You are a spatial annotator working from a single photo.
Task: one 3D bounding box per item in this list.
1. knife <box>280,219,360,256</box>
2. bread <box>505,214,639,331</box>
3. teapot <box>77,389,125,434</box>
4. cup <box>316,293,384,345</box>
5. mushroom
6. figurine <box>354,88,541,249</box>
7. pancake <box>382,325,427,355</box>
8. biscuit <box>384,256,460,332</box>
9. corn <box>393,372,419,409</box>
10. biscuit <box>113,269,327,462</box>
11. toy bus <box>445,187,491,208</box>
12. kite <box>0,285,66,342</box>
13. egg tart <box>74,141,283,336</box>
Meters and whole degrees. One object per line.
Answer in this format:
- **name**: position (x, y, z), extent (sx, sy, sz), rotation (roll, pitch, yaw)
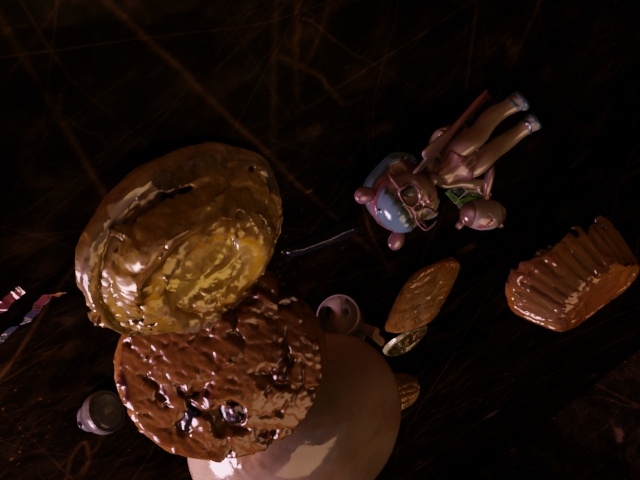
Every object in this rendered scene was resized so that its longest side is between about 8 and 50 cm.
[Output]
- **knife**: position (0.000, 0.000, 1.348), extent (0.121, 0.018, 0.031), rotation (-21, 160, -17)
- **bread**: position (0.506, 0.078, 1.893), extent (0.274, 0.149, 0.274), rotation (-23, 147, -16)
- **teapot**: position (-0.331, 0.259, 1.429), extent (0.057, 0.066, 0.088), rotation (-25, -174, 37)
- **cup**: position (0.052, 0.138, 1.580), extent (0.102, 0.074, 0.099), rotation (-5, 159, 11)
- **mushroom**: position (-0.051, 0.285, 1.511), extent (0.362, 0.295, 0.362), rotation (-22, 139, -21)
- **figurine**: position (0.180, -0.090, 1.261), extent (0.260, 0.103, 0.205), rotation (-37, 129, 4)
- **pancake**: position (0.172, 0.205, 1.913), extent (0.108, 0.017, 0.108), rotation (-27, 152, -15)
- **biscuit**: position (0.187, 0.107, 1.734), extent (0.118, 0.029, 0.247), rotation (-20, 153, -20)
- **corn**: position (0.109, 0.334, 1.994), extent (0.291, 0.101, 0.101), rotation (-7, 146, -46)
- **biscuit**: position (-0.134, 0.170, 1.263), extent (0.296, 0.296, 0.075), rotation (-33, -164, 6)
- **toy bus**: position (0.228, -0.070, 1.453), extent (0.083, 0.031, 0.037), rotation (6, 129, -52)
- **kite**: position (-0.457, 0.152, 1.132), extent (0.360, 0.022, 0.204), rotation (-37, 154, 22)
- **egg tart**: position (-0.147, 0.016, 1.078), extent (0.278, 0.095, 0.279), rotation (-24, 140, -22)
